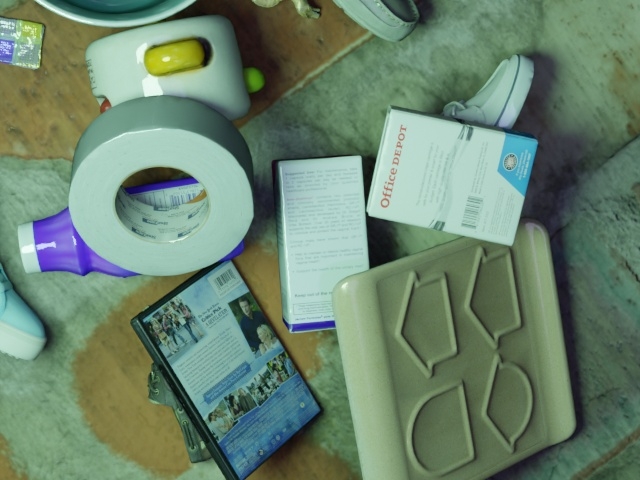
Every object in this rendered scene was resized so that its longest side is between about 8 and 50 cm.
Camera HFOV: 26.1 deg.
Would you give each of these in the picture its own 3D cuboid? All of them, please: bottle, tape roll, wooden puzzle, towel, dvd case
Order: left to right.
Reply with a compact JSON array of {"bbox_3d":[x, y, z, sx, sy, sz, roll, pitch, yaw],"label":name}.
[{"bbox_3d":[-0.400,-0.257,1.787,0.083,0.009,0.060,10,94,-7],"label":"towel"},{"bbox_3d":[-0.243,-0.011,1.783,0.283,0.092,0.118,-10,95,-5],"label":"bottle"},{"bbox_3d":[-0.188,-0.063,1.648,0.219,0.072,0.219,-2,129,-3],"label":"tape roll"},{"bbox_3d":[-0.119,0.166,1.795,0.180,0.022,0.253,-37,100,-41],"label":"dvd case"},{"bbox_3d":[0.171,0.160,1.808,0.348,0.080,0.322,-17,101,-34],"label":"wooden puzzle"}]

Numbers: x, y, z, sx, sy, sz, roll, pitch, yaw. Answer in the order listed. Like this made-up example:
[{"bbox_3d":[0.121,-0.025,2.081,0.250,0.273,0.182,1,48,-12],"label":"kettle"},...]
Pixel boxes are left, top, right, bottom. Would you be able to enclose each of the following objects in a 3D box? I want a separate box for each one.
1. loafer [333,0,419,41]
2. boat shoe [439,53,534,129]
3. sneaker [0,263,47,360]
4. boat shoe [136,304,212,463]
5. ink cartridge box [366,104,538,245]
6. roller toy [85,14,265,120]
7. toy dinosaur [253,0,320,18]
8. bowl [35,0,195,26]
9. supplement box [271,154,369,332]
[{"bbox_3d":[0.030,-0.399,1.763,0.111,0.112,0.319,-32,99,34],"label":"loafer"},{"bbox_3d":[0.190,-0.141,1.820,0.084,0.095,0.258,30,90,-12],"label":"boat shoe"},{"bbox_3d":[-0.462,-0.007,1.739,0.366,0.135,0.150,44,92,-9],"label":"sneaker"},{"bbox_3d":[-0.191,0.194,1.813,0.073,0.080,0.223,-30,102,-8],"label":"boat shoe"},{"bbox_3d":[0.164,-0.085,1.752,0.191,0.082,0.139,12,102,0],"label":"ink cartridge box"},{"bbox_3d":[-0.192,-0.206,1.721,0.191,0.209,0.146,-10,97,27],"label":"roller toy"},{"bbox_3d":[-0.072,-0.353,1.795,0.183,0.053,0.092,25,93,-8],"label":"toy dinosaur"},{"bbox_3d":[-0.257,-0.394,1.700,0.312,0.163,0.311,1,83,-11],"label":"bowl"},{"bbox_3d":[0.000,0.000,1.802,0.114,0.111,0.220,-6,96,-6],"label":"supplement box"}]
